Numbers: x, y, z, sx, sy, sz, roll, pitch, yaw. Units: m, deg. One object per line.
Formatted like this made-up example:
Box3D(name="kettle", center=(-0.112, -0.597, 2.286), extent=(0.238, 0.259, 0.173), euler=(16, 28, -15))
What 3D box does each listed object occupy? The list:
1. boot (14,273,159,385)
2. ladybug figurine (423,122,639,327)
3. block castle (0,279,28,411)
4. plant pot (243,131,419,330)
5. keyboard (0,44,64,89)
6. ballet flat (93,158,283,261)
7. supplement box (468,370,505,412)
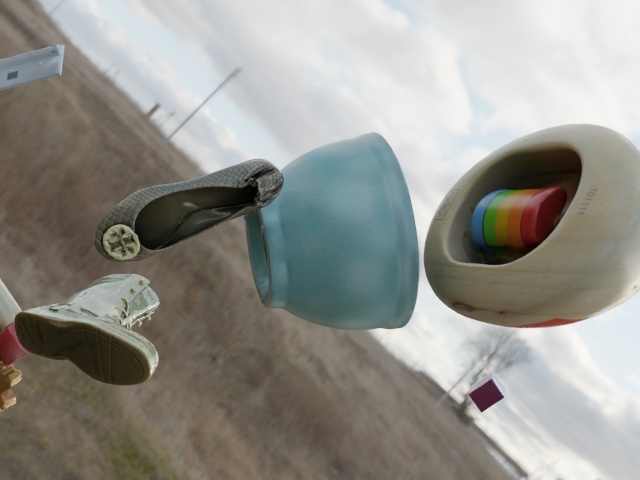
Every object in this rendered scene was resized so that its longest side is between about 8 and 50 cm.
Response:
Box3D(name="boot", center=(-0.256, 0.105, 1.149), extent=(0.213, 0.077, 0.165), euler=(12, 23, 29))
Box3D(name="ladybug figurine", center=(0.308, -0.007, 1.258), extent=(0.162, 0.305, 0.449), euler=(33, -8, -21))
Box3D(name="block castle", center=(-0.673, 0.254, 1.495), extent=(0.213, 0.453, 0.303), euler=(57, 37, -3))
Box3D(name="plant pot", center=(0.000, 0.000, 1.317), extent=(0.293, 0.196, 0.293), euler=(171, -90, -77))
Box3D(name="keyboard", center=(-0.652, -0.358, 1.923), extent=(0.014, 0.256, 0.072), euler=(29, 56, -63))
Box3D(name="ballet flat", center=(-0.162, -0.035, 1.122), extent=(0.058, 0.249, 0.084), euler=(-119, -170, -63))
Box3D(name="supplement box", center=(0.310, 0.280, 1.681), extent=(0.043, 0.055, 0.083), euler=(55, 13, 6))
